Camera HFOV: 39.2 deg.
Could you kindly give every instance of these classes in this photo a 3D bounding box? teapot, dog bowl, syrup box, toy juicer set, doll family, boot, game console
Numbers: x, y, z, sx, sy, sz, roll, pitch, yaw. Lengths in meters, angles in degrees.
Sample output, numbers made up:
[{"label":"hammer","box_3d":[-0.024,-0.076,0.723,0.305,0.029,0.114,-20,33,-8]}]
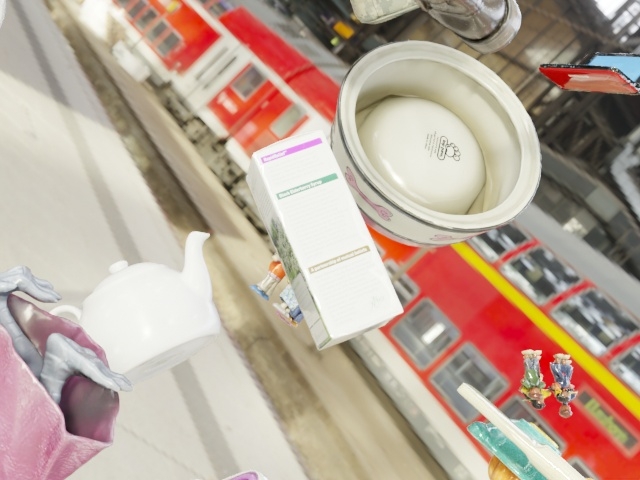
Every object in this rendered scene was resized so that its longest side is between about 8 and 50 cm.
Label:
[{"label":"teapot","box_3d":[-0.304,0.123,1.484,0.187,0.256,0.252,61,-37,10]},{"label":"dog bowl","box_3d":[0.199,-0.168,1.690,0.408,0.408,0.150,47,-33,6]},{"label":"syrup box","box_3d":[0.000,0.000,1.059,0.093,0.096,0.237,123,-55,-71]},{"label":"toy juicer set","box_3d":[0.274,0.300,1.118,0.209,0.089,0.329,43,2,33]},{"label":"doll family","box_3d":[0.440,0.278,1.725,0.193,0.076,0.111,9,67,-28]},{"label":"doll family","box_3d":[-0.027,0.099,1.915,0.118,0.163,0.263,33,-10,26]},{"label":"boot","box_3d":[0.075,-0.291,0.857,0.263,0.091,0.229,46,16,29]},{"label":"game console","box_3d":[0.442,-0.280,1.418,0.124,0.085,0.144,22,-5,-41]}]

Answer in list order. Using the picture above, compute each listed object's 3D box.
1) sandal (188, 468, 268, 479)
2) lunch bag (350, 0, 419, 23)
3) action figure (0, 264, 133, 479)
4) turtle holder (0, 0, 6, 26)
[{"label":"sandal","box_3d":[-0.284,0.551,1.811,0.102,0.416,0.169,50,20,-24]},{"label":"lunch bag","box_3d":[0.154,-0.515,1.393,0.212,0.305,0.256,-80,148,-64]},{"label":"action figure","box_3d":[-0.337,0.216,0.782,0.275,0.370,0.248,36,7,-23]},{"label":"turtle holder","box_3d":[-0.488,-0.308,1.064,0.227,0.243,0.320,21,34,10]}]
